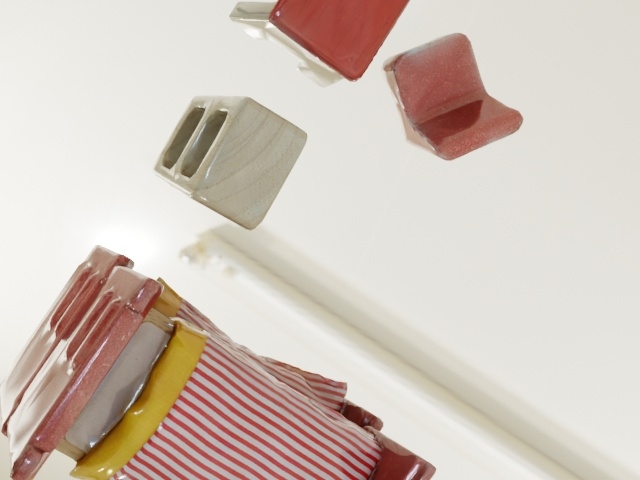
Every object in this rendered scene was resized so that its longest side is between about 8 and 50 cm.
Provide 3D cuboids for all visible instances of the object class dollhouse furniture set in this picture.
[{"bbox_3d":[0.000,0.000,0.609,0.201,0.374,0.152,34,176,-21],"label":"dollhouse furniture set"}]
